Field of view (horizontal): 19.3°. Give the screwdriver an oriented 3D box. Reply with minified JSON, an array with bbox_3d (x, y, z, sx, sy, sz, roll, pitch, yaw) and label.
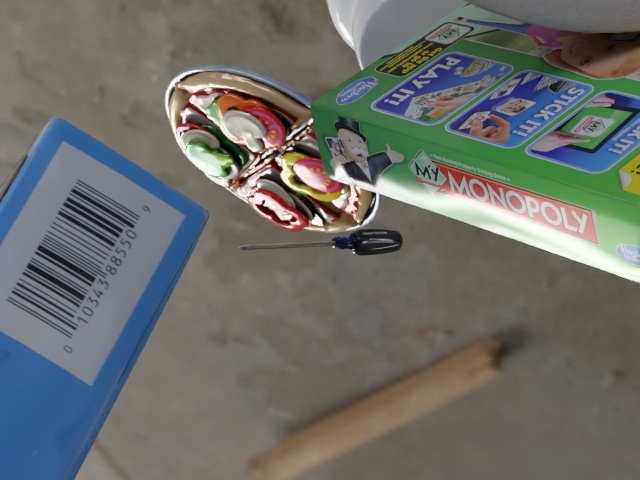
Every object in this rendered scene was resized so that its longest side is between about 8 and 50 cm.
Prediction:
[{"bbox_3d":[0.000,0.000,1.646,0.170,0.025,0.024,3,156,-32],"label":"screwdriver"}]

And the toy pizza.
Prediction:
[{"bbox_3d":[-0.044,-0.066,1.536,0.201,0.032,0.201,24,153,13],"label":"toy pizza"}]

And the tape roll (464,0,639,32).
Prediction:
[{"bbox_3d":[0.146,-0.281,0.801,0.392,0.072,0.392,-10,119,-19],"label":"tape roll"}]

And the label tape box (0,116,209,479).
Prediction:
[{"bbox_3d":[-0.215,0.106,1.116,0.115,0.249,0.347,32,153,-13],"label":"label tape box"}]

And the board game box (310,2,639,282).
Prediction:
[{"bbox_3d":[0.181,-0.101,0.917,0.213,0.317,0.046,19,135,45],"label":"board game box"}]

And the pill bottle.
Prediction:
[{"bbox_3d":[0.076,-0.250,1.635,0.162,0.278,0.162,-5,131,-5],"label":"pill bottle"}]
